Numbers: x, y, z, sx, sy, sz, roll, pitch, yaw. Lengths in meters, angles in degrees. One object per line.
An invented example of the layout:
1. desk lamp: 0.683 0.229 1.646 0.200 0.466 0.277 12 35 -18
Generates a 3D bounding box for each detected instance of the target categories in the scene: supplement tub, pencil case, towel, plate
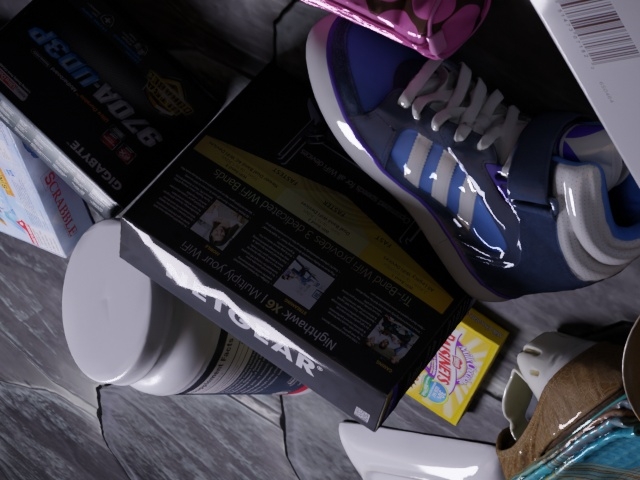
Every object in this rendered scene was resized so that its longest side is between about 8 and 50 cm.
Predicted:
1. supplement tub: -0.113 0.068 1.761 0.191 0.272 0.191 -7 81 49
2. pencil case: 0.036 -0.225 1.418 0.209 0.098 0.095 26 147 23
3. towel: 0.335 0.261 1.664 0.271 0.040 0.370 18 151 -13
4. plate: 0.166 0.348 2.074 0.278 0.045 0.277 4 134 47

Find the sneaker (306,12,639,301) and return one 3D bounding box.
1. sneaker: 0.159 -0.097 1.440 0.236 0.130 0.323 -22 109 47

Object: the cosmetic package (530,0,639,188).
1. cosmetic package: 0.317 -0.105 1.072 0.097 0.284 0.377 -5 128 49

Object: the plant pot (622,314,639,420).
1. plant pot: 0.377 0.101 1.429 0.236 0.032 0.236 4 123 6

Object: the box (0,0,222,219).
1. box: -0.239 -0.155 1.744 0.220 0.175 0.051 44 149 -5

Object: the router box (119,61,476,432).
1. router box: 0.000 0.000 1.610 0.308 0.243 0.081 34 149 13

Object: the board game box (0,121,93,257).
1. board game box: -0.463 -0.150 2.111 0.318 0.066 0.319 20 144 31

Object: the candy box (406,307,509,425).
1. candy box: 0.135 0.126 1.836 0.105 0.027 0.206 32 149 9

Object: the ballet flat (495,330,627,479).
1. ballet flat: 0.245 0.167 1.709 0.124 0.116 0.342 53 158 19
